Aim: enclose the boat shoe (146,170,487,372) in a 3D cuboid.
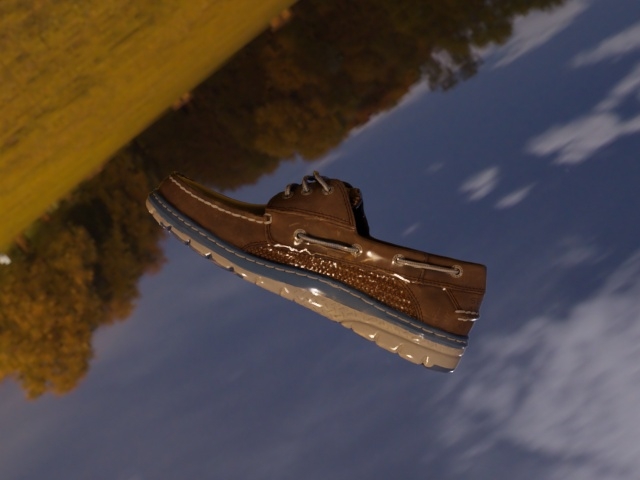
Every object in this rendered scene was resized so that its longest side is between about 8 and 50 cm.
[{"bbox_3d":[0.000,0.000,0.581,0.066,0.183,0.066,-65,177,4],"label":"boat shoe"}]
